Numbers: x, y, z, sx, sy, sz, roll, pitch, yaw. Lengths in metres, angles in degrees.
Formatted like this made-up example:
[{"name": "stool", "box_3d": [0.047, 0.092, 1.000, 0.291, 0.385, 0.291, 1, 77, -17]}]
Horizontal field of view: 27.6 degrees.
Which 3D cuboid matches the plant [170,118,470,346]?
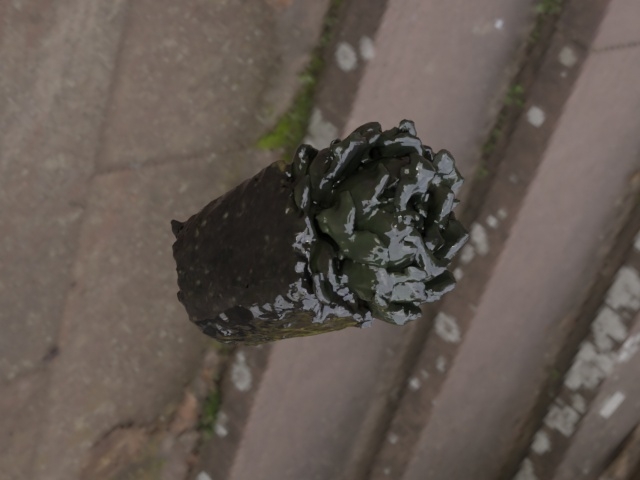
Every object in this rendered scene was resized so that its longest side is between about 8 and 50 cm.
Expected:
[{"name": "plant", "box_3d": [0.000, 0.000, 0.608, 0.143, 0.092, 0.094, -19, 152, 27]}]
